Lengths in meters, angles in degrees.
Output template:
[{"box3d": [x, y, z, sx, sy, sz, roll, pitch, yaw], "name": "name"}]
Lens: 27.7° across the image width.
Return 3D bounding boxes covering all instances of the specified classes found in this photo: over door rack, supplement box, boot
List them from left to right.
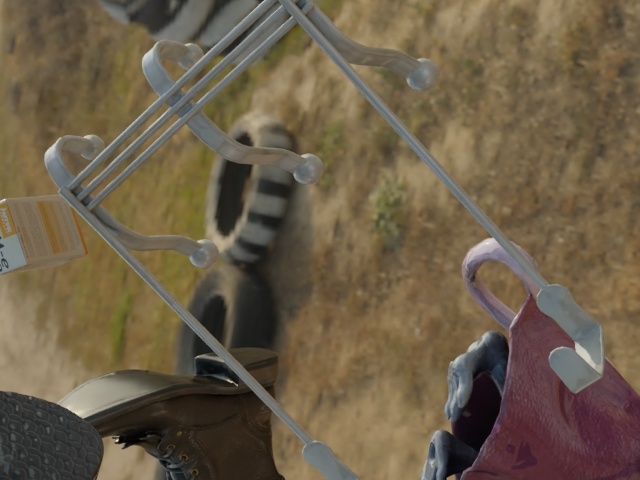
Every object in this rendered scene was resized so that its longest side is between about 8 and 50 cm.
[{"box3d": [-0.261, -0.006, 1.185, 0.036, 0.098, 0.062, -20, 86, 23], "name": "supplement box"}, {"box3d": [-0.125, 0.233, 1.236, 0.091, 0.263, 0.228, 11, 107, 54], "name": "boot"}, {"box3d": [0.000, 0.000, 0.841, 0.239, 0.324, 0.108, -38, -2, 31], "name": "over door rack"}]

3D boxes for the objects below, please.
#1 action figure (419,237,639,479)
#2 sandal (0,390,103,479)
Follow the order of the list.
[{"box3d": [0.272, 0.177, 1.063, 0.248, 0.370, 0.275, 104, 173, -73], "name": "action figure"}, {"box3d": [-0.208, 0.157, 0.595, 0.254, 0.097, 0.054, -39, -21, -38], "name": "sandal"}]
